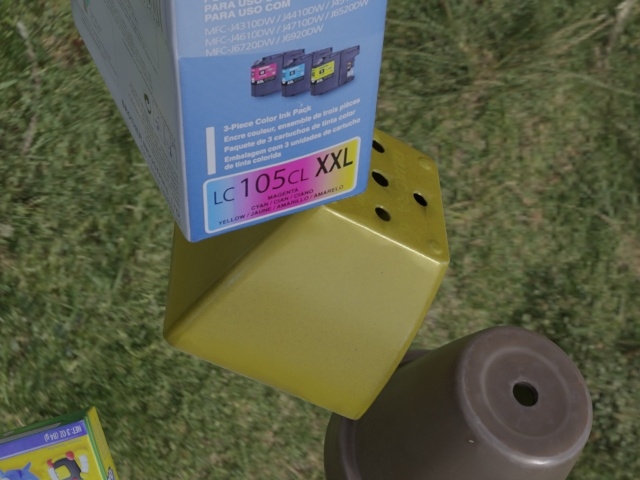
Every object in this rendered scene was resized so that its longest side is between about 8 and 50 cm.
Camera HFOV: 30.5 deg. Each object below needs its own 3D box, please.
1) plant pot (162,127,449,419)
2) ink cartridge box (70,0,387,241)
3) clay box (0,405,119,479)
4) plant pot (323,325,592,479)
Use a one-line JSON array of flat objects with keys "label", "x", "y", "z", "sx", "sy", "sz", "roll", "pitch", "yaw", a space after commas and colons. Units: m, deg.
[{"label": "plant pot", "x": 0.000, "y": 0.000, "z": 1.070, "sx": 0.212, "sy": 0.187, "sz": 0.212, "roll": 25, "pitch": 39, "yaw": -23}, {"label": "ink cartridge box", "x": -0.074, "y": -0.229, "z": 0.751, "sx": 0.151, "sy": 0.395, "sz": 0.270, "roll": -20, "pitch": 55, "yaw": -16}, {"label": "clay box", "x": -0.220, "y": 0.265, "z": 0.988, "sx": 0.127, "sy": 0.053, "sz": 0.222, "roll": -17, "pitch": 95, "yaw": 1}, {"label": "plant pot", "x": 0.161, "y": 0.200, "z": 1.209, "sx": 0.263, "sy": 0.229, "sz": 0.263, "roll": 11, "pitch": 54, "yaw": -16}]
